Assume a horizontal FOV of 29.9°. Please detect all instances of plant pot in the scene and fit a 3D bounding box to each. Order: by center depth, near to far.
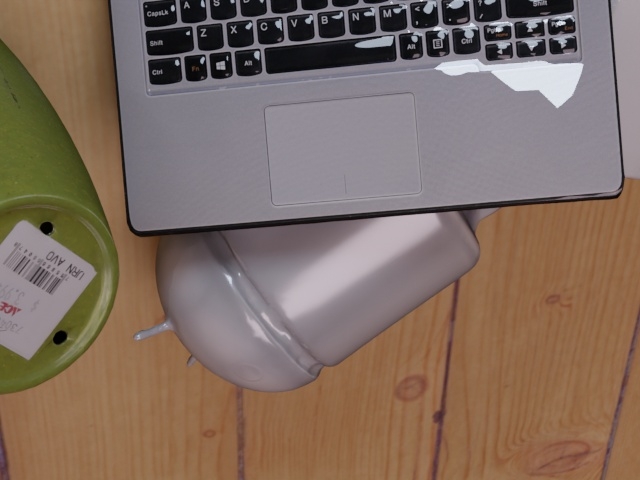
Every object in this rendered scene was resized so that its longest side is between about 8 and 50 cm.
[{"bbox_3d":[-0.271,-0.022,0.830,0.275,0.293,0.274,-20,124,-33],"label":"plant pot"}]

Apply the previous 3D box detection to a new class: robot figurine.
[{"bbox_3d":[0.000,0.000,1.072,0.353,0.199,0.300,-35,144,3],"label":"robot figurine"}]

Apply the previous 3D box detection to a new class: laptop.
[{"bbox_3d":[0.008,-0.216,0.806,0.382,0.236,0.407,-4,91,8],"label":"laptop"}]

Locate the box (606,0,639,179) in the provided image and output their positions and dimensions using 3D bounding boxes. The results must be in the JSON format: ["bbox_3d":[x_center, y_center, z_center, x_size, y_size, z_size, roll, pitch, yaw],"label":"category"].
[{"bbox_3d":[0.318,-0.170,1.076,0.345,0.215,0.168,5,122,-25],"label":"box"}]
